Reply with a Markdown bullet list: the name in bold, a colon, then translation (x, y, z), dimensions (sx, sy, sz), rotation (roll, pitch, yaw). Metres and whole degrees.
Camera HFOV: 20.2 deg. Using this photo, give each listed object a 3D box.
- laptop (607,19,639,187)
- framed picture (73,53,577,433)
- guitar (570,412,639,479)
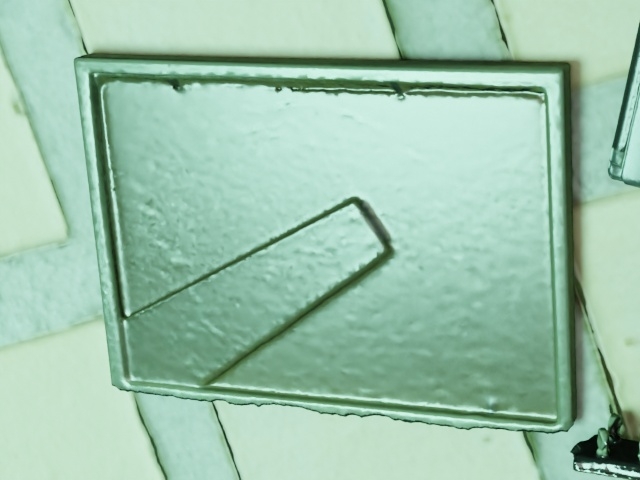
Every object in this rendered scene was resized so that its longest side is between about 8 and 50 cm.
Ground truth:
- **laptop**: translation (0.207, -0.096, 0.805), dimensions (0.129, 0.016, 0.180), rotation (16, 113, 18)
- **framed picture**: translation (0.000, 0.000, 0.925), dimensions (0.265, 0.018, 0.192), rotation (4, 108, 22)
- **guitar**: translation (0.245, 0.120, 0.834), dimensions (0.271, 0.084, 0.038), rotation (14, 108, 26)
